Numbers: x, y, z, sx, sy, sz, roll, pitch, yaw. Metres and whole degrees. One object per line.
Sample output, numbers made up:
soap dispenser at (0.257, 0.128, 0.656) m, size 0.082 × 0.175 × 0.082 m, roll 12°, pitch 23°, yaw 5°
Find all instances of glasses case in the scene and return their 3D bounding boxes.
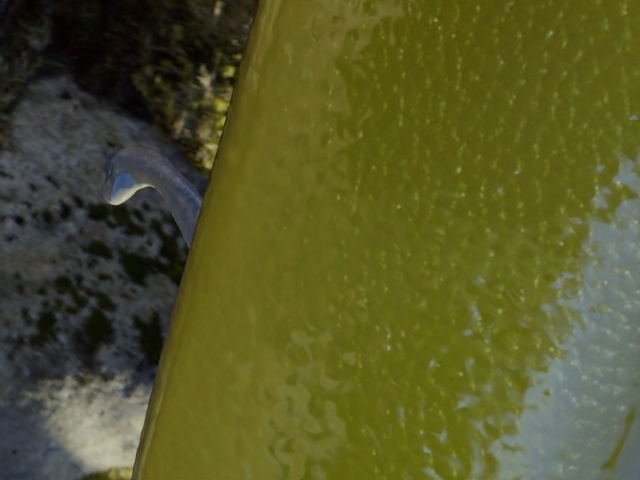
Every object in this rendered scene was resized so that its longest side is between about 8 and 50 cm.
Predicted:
glasses case at (0.067, -0.013, 0.417) m, size 0.141 × 0.173 × 0.371 m, roll -12°, pitch 123°, yaw -57°

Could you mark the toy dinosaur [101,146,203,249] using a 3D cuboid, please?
toy dinosaur at (0.000, 0.000, 0.641) m, size 0.075 × 0.248 × 0.188 m, roll 40°, pitch 36°, yaw -56°
